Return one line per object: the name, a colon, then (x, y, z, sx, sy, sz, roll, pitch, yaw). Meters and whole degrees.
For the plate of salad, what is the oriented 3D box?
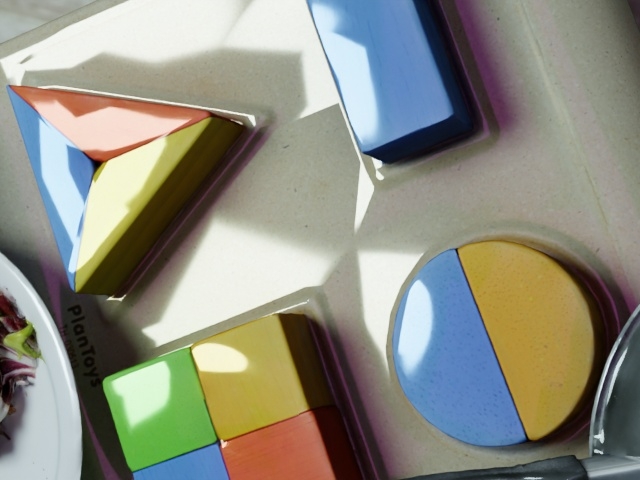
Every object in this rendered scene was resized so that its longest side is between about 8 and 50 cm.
plate of salad: (-0.198, 0.091, 0.761, 0.200, 0.048, 0.200, 1, 92, 33)

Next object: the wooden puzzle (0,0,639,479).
wooden puzzle: (0.000, 0.000, 0.736, 0.348, 0.080, 0.322, -21, 80, 9)

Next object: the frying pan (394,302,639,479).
frying pan: (0.150, 0.073, 0.653, 0.326, 0.053, 0.197, 13, 93, -13)
